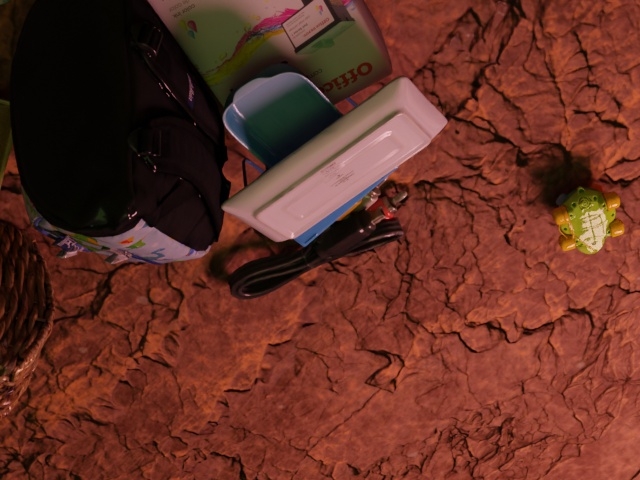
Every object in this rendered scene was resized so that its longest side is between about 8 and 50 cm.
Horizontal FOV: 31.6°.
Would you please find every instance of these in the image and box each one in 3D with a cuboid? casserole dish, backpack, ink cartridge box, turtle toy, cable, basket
[{"bbox_3d":[-0.038,-0.142,1.328,0.114,0.037,0.188,-31,140,16],"label":"casserole dish"},{"bbox_3d":[-0.223,-0.102,1.314,0.273,0.290,0.355,-11,167,22],"label":"backpack"},{"bbox_3d":[-0.066,-0.276,1.326,0.201,0.117,0.278,-27,126,12],"label":"ink cartridge box"},{"bbox_3d":[0.377,-0.028,1.605,0.095,0.066,0.130,-16,127,6],"label":"turtle toy"},{"bbox_3d":[0.000,0.000,1.595,0.287,0.072,0.139,-29,152,29],"label":"cable"},{"bbox_3d":[-0.474,0.130,1.456,0.213,0.299,0.223,19,119,-23],"label":"basket"}]

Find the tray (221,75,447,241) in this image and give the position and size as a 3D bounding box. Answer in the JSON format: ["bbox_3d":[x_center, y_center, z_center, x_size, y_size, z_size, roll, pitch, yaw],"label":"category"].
[{"bbox_3d":[0.023,-0.084,1.365,0.270,0.030,0.145,-35,149,14],"label":"tray"}]

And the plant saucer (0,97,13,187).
[{"bbox_3d":[-0.487,-0.127,1.421,0.188,0.045,0.188,14,124,-17],"label":"plant saucer"}]

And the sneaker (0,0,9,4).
[{"bbox_3d":[-0.408,-0.308,1.303,0.069,0.038,0.098,-16,126,3],"label":"sneaker"}]

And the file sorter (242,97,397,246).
[{"bbox_3d":[-0.007,-0.103,1.470,0.170,0.104,0.118,-40,122,21],"label":"file sorter"}]
